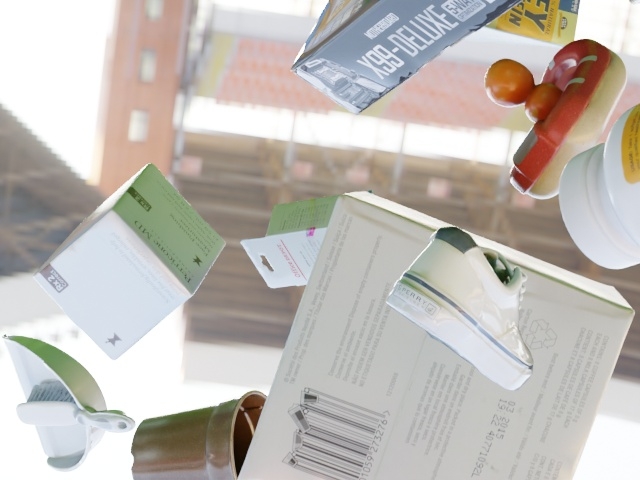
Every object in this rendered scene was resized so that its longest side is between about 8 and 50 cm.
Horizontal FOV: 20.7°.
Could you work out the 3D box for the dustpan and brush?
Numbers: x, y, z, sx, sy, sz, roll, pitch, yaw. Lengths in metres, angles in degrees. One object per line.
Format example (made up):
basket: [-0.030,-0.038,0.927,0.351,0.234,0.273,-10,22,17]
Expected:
dustpan and brush: [-0.240,0.165,1.710,0.211,0.147,0.060,-4,-160,40]

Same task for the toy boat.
toy boat: [0.265,-0.166,2.100,0.151,0.151,0.231,33,-142,1]

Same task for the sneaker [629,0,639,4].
sneaker: [0.460,-0.376,2.145,0.153,0.099,0.282,-8,162,-4]

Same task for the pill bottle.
pill bottle: [0.305,-0.059,1.345,0.136,0.136,0.245,-7,168,-42]

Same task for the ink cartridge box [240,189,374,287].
ink cartridge box: [0.000,0.000,2.301,0.181,0.104,0.061,-8,-135,24]

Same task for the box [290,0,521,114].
box: [0.117,-0.261,1.429,0.076,0.242,0.307,33,152,-15]

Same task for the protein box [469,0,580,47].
protein box: [0.201,-0.335,2.282,0.201,0.136,0.200,6,-176,-41]

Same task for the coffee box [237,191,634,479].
coffee box: [0.133,0.159,1.997,0.338,0.338,0.334,21,-176,4]

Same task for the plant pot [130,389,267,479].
plant pot: [-0.152,0.289,2.331,0.165,0.167,0.167,-9,-171,24]

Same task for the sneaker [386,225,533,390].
sneaker: [0.139,0.058,1.467,0.094,0.091,0.258,35,179,24]

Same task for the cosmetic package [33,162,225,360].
cosmetic package: [-0.241,0.025,2.244,0.151,0.151,0.184,47,-158,-9]
